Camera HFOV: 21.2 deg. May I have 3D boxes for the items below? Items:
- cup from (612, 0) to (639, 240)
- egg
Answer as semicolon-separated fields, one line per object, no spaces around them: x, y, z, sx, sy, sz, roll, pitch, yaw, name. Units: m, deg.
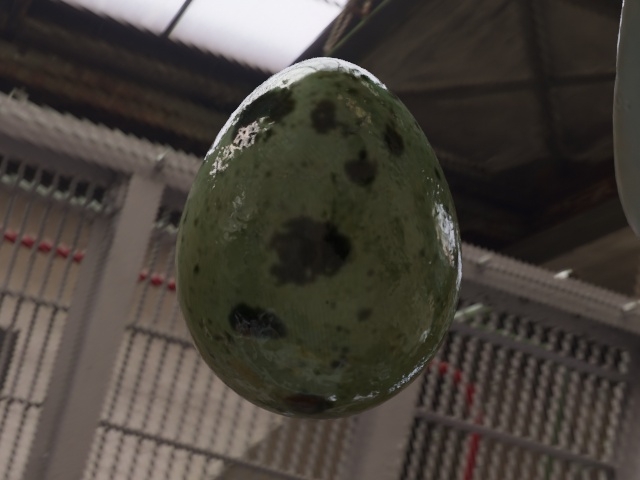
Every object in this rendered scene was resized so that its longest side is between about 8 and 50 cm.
0.162;-0.055;0.330;0.163;0.347;0.347;18;-110;23;cup
0.000;0.000;1.044;0.177;0.177;0.228;-5;-63;-19;egg
